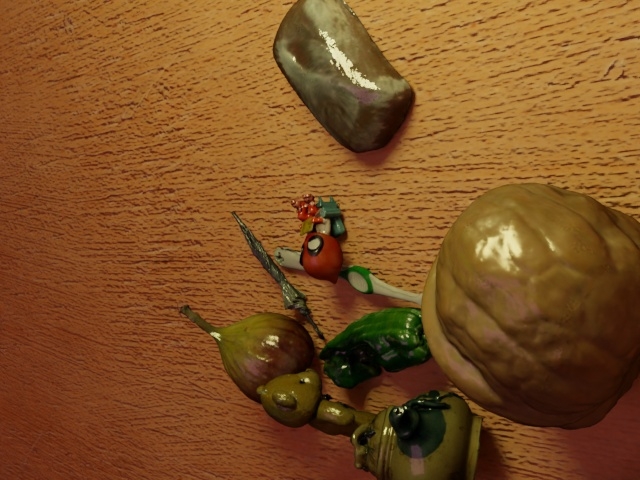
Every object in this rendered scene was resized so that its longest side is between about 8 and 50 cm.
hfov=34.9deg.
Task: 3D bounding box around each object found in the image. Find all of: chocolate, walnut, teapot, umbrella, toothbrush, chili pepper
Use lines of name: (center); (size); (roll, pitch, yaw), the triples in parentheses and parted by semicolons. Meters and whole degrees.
chocolate: (0.013, -0.240, 1.478); (0.254, 0.080, 0.157); (54, 137, 21)
walnut: (0.256, 0.069, 1.171); (0.285, 0.285, 0.296); (54, 175, 21)
teapot: (0.132, 0.301, 1.452); (0.183, 0.173, 0.269); (8, 149, 9)
umbrella: (-0.073, 0.061, 1.711); (0.044, 0.044, 0.269); (-37, 76, 2)
toothbrush: (0.056, 0.059, 1.568); (0.418, 0.040, 0.042); (12, 119, 47)
chili pepper: (0.082, 0.162, 1.548); (0.253, 0.083, 0.099); (-31, 89, 53)

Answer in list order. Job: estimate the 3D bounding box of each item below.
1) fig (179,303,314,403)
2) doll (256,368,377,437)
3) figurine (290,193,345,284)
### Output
fig: (-0.117, 0.170, 1.720); (0.231, 0.143, 0.160); (42, 138, 16)
doll: (0.008, 0.260, 1.607); (0.137, 0.210, 0.097); (156, 132, -69)
figurine: (0.000, 0.000, 1.577); (0.068, 0.075, 0.140); (-29, 64, 50)
